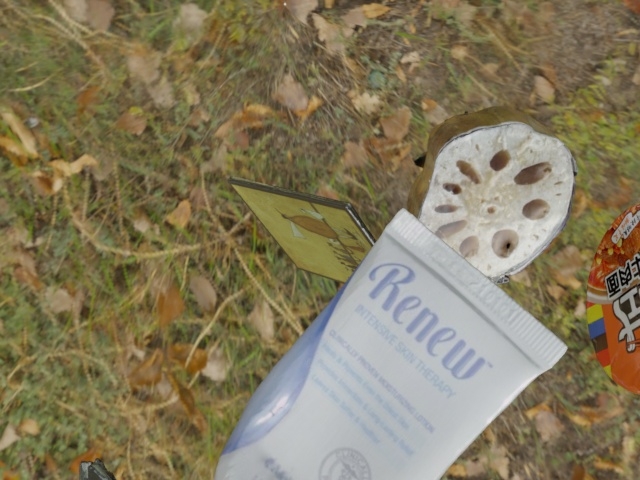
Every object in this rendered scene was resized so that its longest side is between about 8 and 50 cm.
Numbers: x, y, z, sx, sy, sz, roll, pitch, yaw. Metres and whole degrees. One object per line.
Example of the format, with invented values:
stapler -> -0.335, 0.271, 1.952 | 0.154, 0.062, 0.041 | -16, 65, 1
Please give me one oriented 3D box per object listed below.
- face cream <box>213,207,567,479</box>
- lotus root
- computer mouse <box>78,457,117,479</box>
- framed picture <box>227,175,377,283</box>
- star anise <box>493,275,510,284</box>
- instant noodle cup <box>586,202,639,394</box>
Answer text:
face cream -> 0.040, 0.196, 0.928 | 0.235, 0.137, 0.420 | 42, 95, 23
lotus root -> 0.249, -0.091, 1.353 | 0.272, 0.192, 0.272 | -7, 121, -13
computer mouse -> -0.238, 0.345, 0.997 | 0.062, 0.105, 0.192 | -36, 109, -32
framed picture -> 0.000, 0.000, 1.479 | 0.014, 0.338, 0.255 | -50, 127, -19
star anise -> 0.266, 0.025, 1.567 | 0.129, 0.212, 0.283 | -27, 148, -30
instant noodle cup -> 0.495, 0.079, 1.104 | 0.192, 0.250, 0.251 | 5, 105, -15
